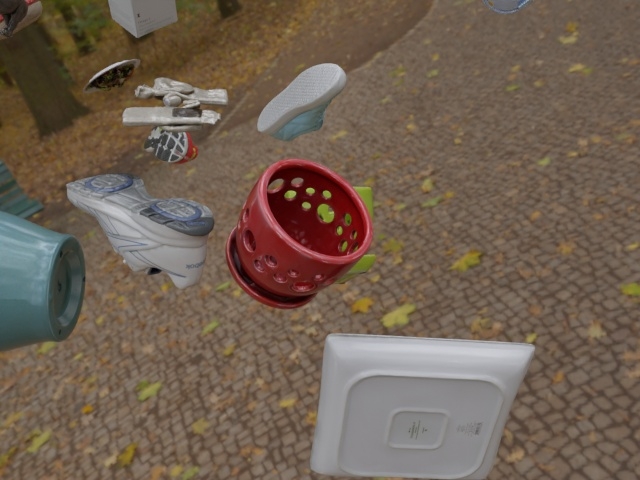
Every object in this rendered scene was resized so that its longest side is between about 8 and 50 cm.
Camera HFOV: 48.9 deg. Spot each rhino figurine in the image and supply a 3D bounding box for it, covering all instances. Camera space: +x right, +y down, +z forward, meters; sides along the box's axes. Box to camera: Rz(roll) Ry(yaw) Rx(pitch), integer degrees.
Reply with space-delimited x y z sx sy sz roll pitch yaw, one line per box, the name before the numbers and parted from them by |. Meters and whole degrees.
rhino figurine | -0.758 -0.554 1.590 0.073 0.243 0.106 23 87 19

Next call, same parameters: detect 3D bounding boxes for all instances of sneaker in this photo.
sneaker | -0.285 -0.019 1.060 0.297 0.129 0.111 25 30 34
sneaker | -0.028 -0.408 2.124 0.366 0.150 0.135 -21 58 45
sneaker | -0.367 -0.247 1.832 0.107 0.118 0.279 -63 30 3

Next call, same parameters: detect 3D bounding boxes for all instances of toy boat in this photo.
toy boat | -0.842 -0.631 1.868 0.151 0.151 0.231 -38 24 -15

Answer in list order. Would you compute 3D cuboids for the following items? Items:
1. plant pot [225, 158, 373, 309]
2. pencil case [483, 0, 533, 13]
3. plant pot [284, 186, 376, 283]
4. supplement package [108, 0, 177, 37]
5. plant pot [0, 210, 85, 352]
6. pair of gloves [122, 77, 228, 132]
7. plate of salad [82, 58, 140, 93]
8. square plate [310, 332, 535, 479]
plant pot | -0.043 0.001 1.069 0.174 0.191 0.191 -50 4 40
pencil case | 0.329 -0.544 1.339 0.113 0.124 0.273 -24 44 17
plant pot | 0.000 0.000 1.740 0.227 0.207 0.228 -4 -12 -23
supplement package | -0.371 -0.528 1.434 0.105 0.179 0.105 -33 57 -27
plant pot | -0.546 0.070 1.179 0.255 0.272 0.272 4 28 1
pair of gloves | -0.305 -0.296 1.510 0.204 0.042 0.240 6 31 -4
plate of salad | -0.636 -0.495 2.161 0.199 0.048 0.200 -29 7 4
square plate | 0.165 0.307 1.211 0.344 0.347 0.049 4 35 -3
